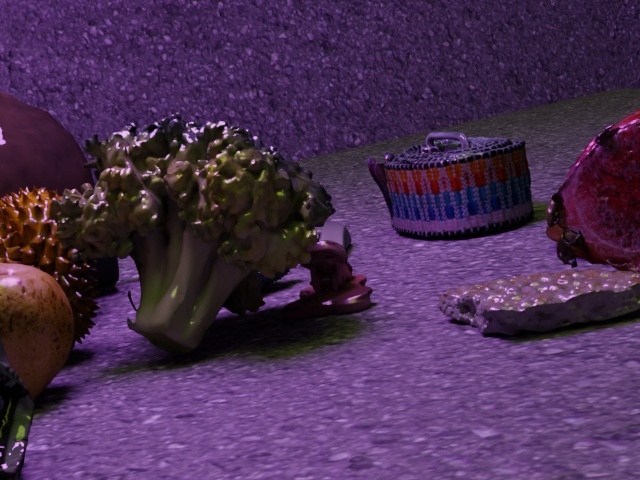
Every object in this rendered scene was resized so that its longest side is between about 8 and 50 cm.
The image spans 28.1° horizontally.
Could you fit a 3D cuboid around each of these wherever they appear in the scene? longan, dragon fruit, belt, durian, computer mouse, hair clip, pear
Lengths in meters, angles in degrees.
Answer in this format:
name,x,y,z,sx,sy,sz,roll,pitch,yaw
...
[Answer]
name,x,y,z,sx,sy,sz,roll,pitch,yaw
longan,-0.529,-0.042,1.902,0.391,0.391,0.391,-11,9,2
dragon fruit,0.380,-0.042,1.482,0.282,0.211,0.147,-36,-9,24
belt,0.220,-0.102,2.105,0.206,0.160,0.295,-14,10,-20
durian,-0.361,0.040,1.660,0.138,0.250,0.183,-13,-15,6
computer mouse,0.000,0.000,2.081,0.089,0.056,0.182,-14,9,7
hair clip,0.014,0.071,1.706,0.123,0.102,0.138,-8,-23,10
pear,-0.371,0.112,1.487,0.178,0.178,0.178,-11,9,2

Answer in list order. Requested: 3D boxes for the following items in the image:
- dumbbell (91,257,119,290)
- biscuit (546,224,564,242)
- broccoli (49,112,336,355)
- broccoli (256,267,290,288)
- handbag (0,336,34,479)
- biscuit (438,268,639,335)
name,x,y,z,sx,sy,sz,roll,pitch,yaw
dumbbell,-0.293,-0.025,2.165,0.388,0.185,0.185,-12,9,-16
biscuit,0.439,-0.027,1.738,0.257,0.049,0.273,-9,10,-5
broccoli,-0.143,0.009,1.607,0.347,0.293,0.281,8,62,31
broccoli,-0.125,0.003,1.881,0.167,0.160,0.154,14,2,25
handbag,-0.331,0.098,1.033,0.180,0.317,0.416,-6,8,-10
biscuit,0.245,0.066,1.420,0.265,0.040,0.188,-5,10,40
